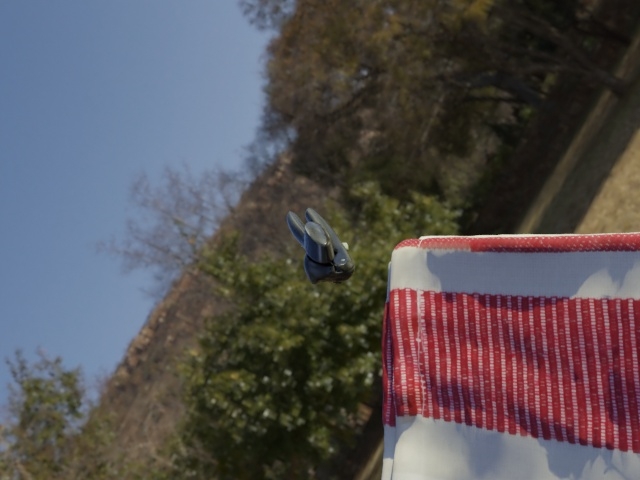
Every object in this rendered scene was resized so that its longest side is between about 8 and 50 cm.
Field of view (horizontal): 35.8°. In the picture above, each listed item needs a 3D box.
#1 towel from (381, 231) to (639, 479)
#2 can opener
[{"bbox_3d":[0.123,0.159,0.550,0.037,0.237,0.329,7,-95,-44],"label":"towel"},{"bbox_3d":[0.000,0.000,1.203,0.186,0.059,0.073,-118,30,-67],"label":"can opener"}]
